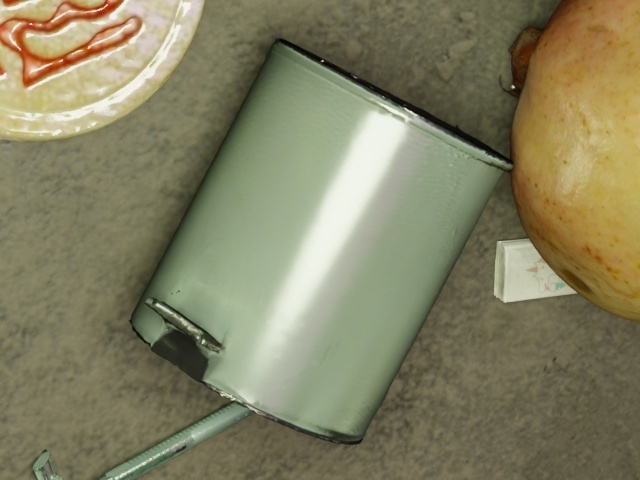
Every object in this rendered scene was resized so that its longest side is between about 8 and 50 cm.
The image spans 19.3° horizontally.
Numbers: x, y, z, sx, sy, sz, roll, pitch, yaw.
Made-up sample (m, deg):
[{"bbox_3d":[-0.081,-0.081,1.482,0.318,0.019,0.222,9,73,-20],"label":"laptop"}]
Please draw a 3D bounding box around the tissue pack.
[{"bbox_3d":[0.211,0.023,1.717,0.108,0.023,0.056,-5,109,-20],"label":"tissue pack"}]

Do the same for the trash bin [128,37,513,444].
[{"bbox_3d":[0.000,0.000,1.520,0.277,0.217,0.262,17,102,-59],"label":"trash bin"}]

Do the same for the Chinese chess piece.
[{"bbox_3d":[-0.219,-0.209,1.430,0.270,0.112,0.270,-6,110,-18],"label":"Chinese chess piece"}]

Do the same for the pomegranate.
[{"bbox_3d":[0.292,-0.101,1.564,0.338,0.338,0.338,-6,109,-19],"label":"pomegranate"}]

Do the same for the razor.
[{"bbox_3d":[-0.138,0.182,1.628,0.211,0.036,0.084,-25,116,-11],"label":"razor"}]
